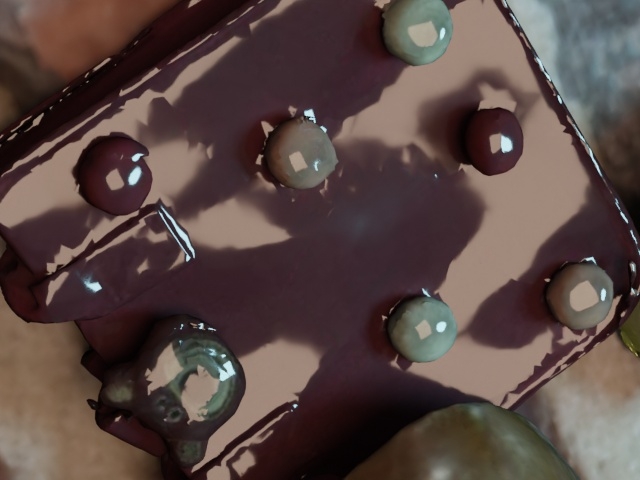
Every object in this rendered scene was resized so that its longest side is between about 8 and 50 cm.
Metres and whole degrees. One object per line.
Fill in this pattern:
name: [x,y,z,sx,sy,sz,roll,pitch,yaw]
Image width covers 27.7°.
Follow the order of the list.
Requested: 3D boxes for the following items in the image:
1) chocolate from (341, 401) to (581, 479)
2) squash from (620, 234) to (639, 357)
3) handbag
chocolate: [0.074,0.180,0.517,0.161,0.083,0.261,-44,133,-4]
squash: [0.223,-0.012,0.561,0.187,0.123,0.123,-46,114,-10]
handbag: [0.001,0.000,0.492,0.216,0.074,0.203,-38,112,-12]
